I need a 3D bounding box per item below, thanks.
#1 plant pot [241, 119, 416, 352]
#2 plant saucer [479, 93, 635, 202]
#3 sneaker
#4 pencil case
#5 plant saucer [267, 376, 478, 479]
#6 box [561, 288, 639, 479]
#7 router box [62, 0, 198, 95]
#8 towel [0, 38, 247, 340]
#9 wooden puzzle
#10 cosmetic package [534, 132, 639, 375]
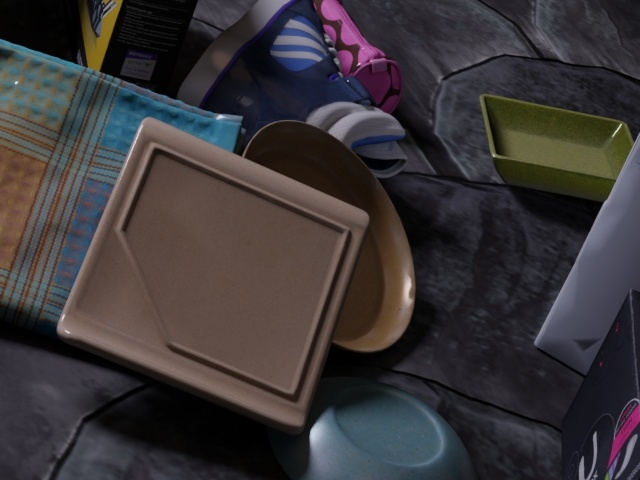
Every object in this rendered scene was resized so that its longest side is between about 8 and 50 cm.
[{"bbox_3d":[0.000,0.000,1.565,0.236,0.032,0.236,31,45,-37],"label":"plant pot"},{"bbox_3d":[0.279,-0.102,1.967,0.188,0.045,0.188,11,27,-5],"label":"plant saucer"},{"bbox_3d":[-0.004,-0.148,1.820,0.236,0.130,0.323,35,26,2],"label":"sneaker"},{"bbox_3d":[0.025,-0.230,1.976,0.095,0.098,0.209,2,37,-32],"label":"pencil case"},{"bbox_3d":[0.052,0.169,1.420,0.195,0.037,0.195,17,30,-10],"label":"plant saucer"},{"bbox_3d":[0.298,0.193,1.419,0.143,0.165,0.270,20,30,-4],"label":"box"},{"bbox_3d":[-0.201,-0.303,1.796,0.081,0.243,0.309,10,32,-21],"label":"router box"},{"bbox_3d":[-0.260,-0.053,1.453,0.370,0.040,0.271,19,57,-11],"label":"towel"},{"bbox_3d":[-0.087,0.030,1.421,0.221,0.044,0.239,24,57,-9],"label":"wooden puzzle"},{"bbox_3d":[0.375,-0.048,1.738,0.097,0.284,0.377,33,32,13],"label":"cosmetic package"}]
